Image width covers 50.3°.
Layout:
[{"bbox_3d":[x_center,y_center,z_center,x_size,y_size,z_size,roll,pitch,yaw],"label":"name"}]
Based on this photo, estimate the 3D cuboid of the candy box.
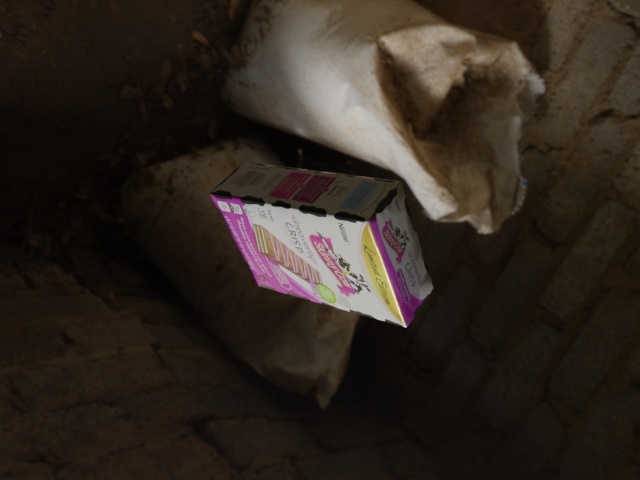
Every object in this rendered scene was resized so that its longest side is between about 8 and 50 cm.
[{"bbox_3d":[0.000,0.000,0.790,0.071,0.233,0.159,-50,133,-32],"label":"candy box"}]
